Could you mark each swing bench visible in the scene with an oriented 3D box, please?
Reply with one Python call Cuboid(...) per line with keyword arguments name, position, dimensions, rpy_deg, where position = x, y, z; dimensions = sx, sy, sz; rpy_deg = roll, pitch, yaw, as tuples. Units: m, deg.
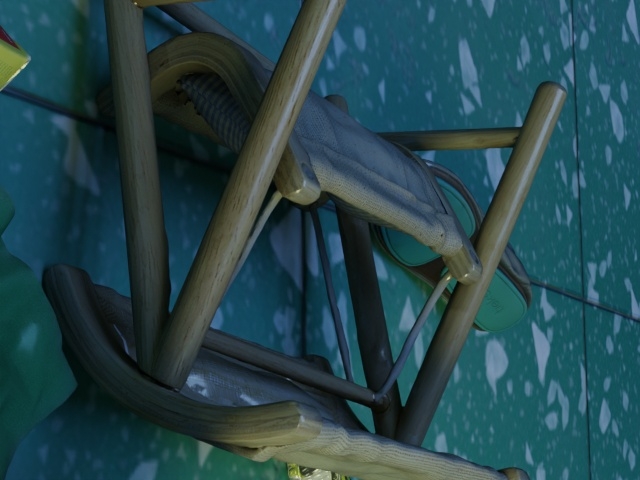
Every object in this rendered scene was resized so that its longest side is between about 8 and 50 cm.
Cuboid(name="swing bench", position=(0.000, 0.000, 0.774), dimensions=(0.253, 0.165, 0.255), rpy_deg=(29, 65, -56))

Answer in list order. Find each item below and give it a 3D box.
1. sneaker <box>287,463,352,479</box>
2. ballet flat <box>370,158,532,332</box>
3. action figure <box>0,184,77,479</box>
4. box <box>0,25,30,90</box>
Cuboid(name="sneaker", position=(0.003, 0.146, 0.883), dimensions=(0.035, 0.031, 0.083), rpy_deg=(-87, 156, -72))
Cuboid(name="ballet flat", position=(0.084, -0.007, 1.032), dimensions=(0.213, 0.072, 0.068), rpy_deg=(48, 18, -47))
Cuboid(name="action figure", position=(-0.171, 0.086, 0.546), dimensions=(0.137, 0.063, 0.232), rpy_deg=(66, 30, -32))
Cuboid(name="box", position=(-0.183, -0.097, 0.470), dimensions=(0.087, 0.058, 0.232), rpy_deg=(48, 3, 17))
